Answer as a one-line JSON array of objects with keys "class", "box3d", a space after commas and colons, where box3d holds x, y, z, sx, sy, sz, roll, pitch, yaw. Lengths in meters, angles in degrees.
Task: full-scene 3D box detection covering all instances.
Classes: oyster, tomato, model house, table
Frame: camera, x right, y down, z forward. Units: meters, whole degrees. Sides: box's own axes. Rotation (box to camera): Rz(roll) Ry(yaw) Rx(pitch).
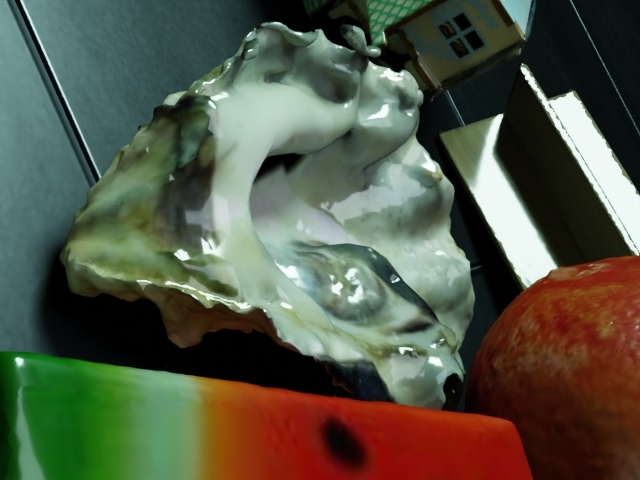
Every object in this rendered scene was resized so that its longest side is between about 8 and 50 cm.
[{"class": "oyster", "box3d": [-0.001, 0.000, 0.710, 0.351, 0.114, 0.238, -4, 76, -52]}, {"class": "tomato", "box3d": [0.181, 0.095, 0.749, 0.170, 0.309, 0.309, 52, 29, 11]}, {"class": "model house", "box3d": [0.054, -0.244, 0.920, 0.206, 0.178, 0.271, 54, 33, -22]}, {"class": "table", "box3d": [0.201, -0.020, 0.994, 0.167, 0.167, 0.227, 13, 45, -51]}]

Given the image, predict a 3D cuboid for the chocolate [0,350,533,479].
[{"class": "chocolate", "box3d": [-0.021, 0.218, 0.435, 0.341, 0.161, 0.360, 16, 52, -49]}]
